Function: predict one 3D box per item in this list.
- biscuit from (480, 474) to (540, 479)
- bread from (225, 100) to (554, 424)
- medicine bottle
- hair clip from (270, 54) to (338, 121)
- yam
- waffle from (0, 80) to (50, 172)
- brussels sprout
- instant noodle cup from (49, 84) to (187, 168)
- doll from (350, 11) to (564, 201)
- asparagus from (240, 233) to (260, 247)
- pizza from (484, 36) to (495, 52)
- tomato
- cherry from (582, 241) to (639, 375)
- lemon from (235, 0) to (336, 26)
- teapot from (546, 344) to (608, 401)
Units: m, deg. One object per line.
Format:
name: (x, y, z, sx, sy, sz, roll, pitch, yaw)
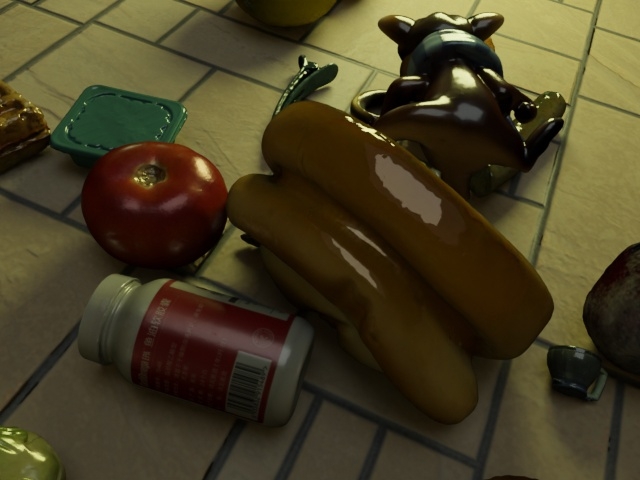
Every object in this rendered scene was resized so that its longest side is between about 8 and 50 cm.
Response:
biscuit: (0.211, 0.352, 0.588, 0.221, 0.066, 0.220, 5, 47, -6)
bread: (0.078, 0.012, 0.757, 0.424, 0.245, 0.329, 41, 14, 14)
medicine bottle: (-0.139, 0.122, 0.683, 0.250, 0.131, 0.131, 16, 50, 5)
hair clip: (-0.052, -0.240, 1.060, 0.083, 0.048, 0.275, 21, 56, 7)
yam: (0.353, -0.177, 1.044, 0.071, 0.067, 0.317, -2, 32, 49)
waffle: (-0.603, -0.150, 0.865, 0.224, 0.098, 0.328, 39, 57, 20)
brussels sprout: (-0.332, 0.250, 0.560, 0.155, 0.117, 0.155, 18, 49, -22)
instant noodle cup: (-0.316, -0.165, 0.935, 0.179, 0.070, 0.157, 14, 51, 2)
doll: (0.199, -0.221, 0.956, 0.318, 0.209, 0.339, -10, 52, 11)
asparagus: (0.000, -0.001, 0.872, 0.236, 0.027, 0.034, -2, 50, -10)
pizza: (0.273, -0.364, 1.181, 0.134, 0.056, 0.271, 33, 58, -1)
tomato: (-0.223, -0.047, 0.805, 0.195, 0.136, 0.195, 3, 54, -4)
cherry: (0.453, 0.092, 0.760, 0.195, 0.195, 0.195, 4, 50, -5)
lemon: (-0.078, -0.548, 1.186, 0.240, 0.240, 0.219, 34, 69, 19)
teapot: (0.335, 0.175, 0.761, 0.088, 0.066, 0.057, 26, 69, -15)
